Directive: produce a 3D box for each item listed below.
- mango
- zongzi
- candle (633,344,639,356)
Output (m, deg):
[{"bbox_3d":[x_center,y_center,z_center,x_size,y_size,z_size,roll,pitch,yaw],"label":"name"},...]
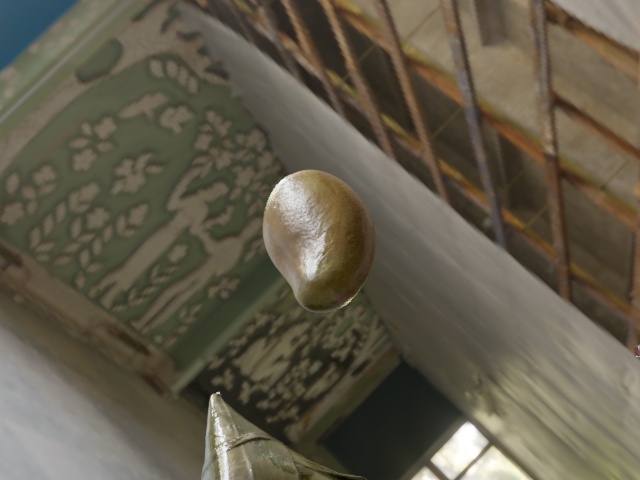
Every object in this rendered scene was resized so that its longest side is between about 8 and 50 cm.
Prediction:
[{"bbox_3d":[0.000,0.000,1.180,0.227,0.136,0.099,-105,173,-50],"label":"mango"},{"bbox_3d":[-0.021,0.291,1.182,0.274,0.250,0.125,-94,-173,-51],"label":"zongzi"},{"bbox_3d":[0.515,0.173,1.537,0.026,0.021,0.167,45,1,14],"label":"candle"}]
